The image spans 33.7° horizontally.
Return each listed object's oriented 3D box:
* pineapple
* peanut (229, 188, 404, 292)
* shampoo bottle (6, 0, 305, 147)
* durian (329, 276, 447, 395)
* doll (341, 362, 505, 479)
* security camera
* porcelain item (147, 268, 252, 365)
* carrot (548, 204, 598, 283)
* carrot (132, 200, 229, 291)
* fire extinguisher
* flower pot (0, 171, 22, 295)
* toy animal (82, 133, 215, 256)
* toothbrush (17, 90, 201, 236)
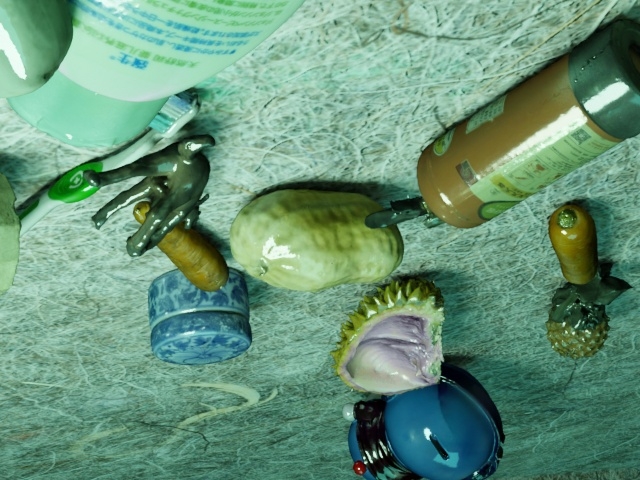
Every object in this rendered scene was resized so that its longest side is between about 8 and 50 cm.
[{"bbox_3d":[0.441,0.111,1.760,0.111,0.119,0.237,32,159,19],"label":"pineapple"},{"bbox_3d":[0.000,0.000,1.315,0.224,0.129,0.129,-4,156,-16],"label":"peanut"},{"bbox_3d":[-0.138,-0.194,0.798,0.221,0.151,0.349,13,148,-28],"label":"shampoo bottle"},{"bbox_3d":[0.109,0.149,1.722,0.191,0.112,0.341,-1,148,5],"label":"durian"},{"bbox_3d":[0.207,0.367,2.076,0.310,0.284,0.240,-31,-169,33],"label":"doll"},{"bbox_3d":[-0.311,-0.170,0.742,0.301,0.080,0.157,6,137,30],"label":"security camera"},{"bbox_3d":[-0.173,0.114,1.522,0.147,0.114,0.147,-8,155,-4],"label":"porcelain item"},{"bbox_3d":[0.371,0.005,1.535,0.067,0.067,0.225,-14,158,12],"label":"carrot"},{"bbox_3d":[-0.180,0.003,1.347,0.059,0.059,0.248,-15,152,13],"label":"carrot"},{"bbox_3d":[0.235,-0.096,1.196,0.200,0.113,0.376,12,149,-40],"label":"fire extinguisher"},{"bbox_3d":[-0.431,0.004,1.095,0.202,0.212,0.212,1,155,-39],"label":"flower pot"},{"bbox_3d":[-0.172,-0.059,1.146,0.148,0.084,0.233,-42,173,-19],"label":"toy animal"},{"bbox_3d":[-0.274,-0.059,1.186,0.040,0.042,0.418,25,138,-37],"label":"toothbrush"}]
